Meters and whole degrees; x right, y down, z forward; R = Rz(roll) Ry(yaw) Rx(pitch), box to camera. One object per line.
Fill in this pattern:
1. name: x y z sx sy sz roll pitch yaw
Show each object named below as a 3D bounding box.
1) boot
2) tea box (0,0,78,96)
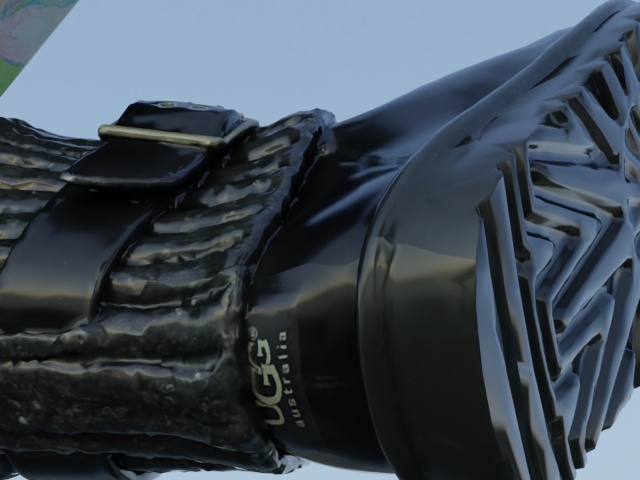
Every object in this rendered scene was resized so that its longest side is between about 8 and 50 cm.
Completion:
1. boot: -0.001 -0.004 0.585 0.260 0.348 0.131 -5 -81 29
2. tea box: -0.268 -0.189 0.708 0.329 0.323 0.220 19 -21 43
